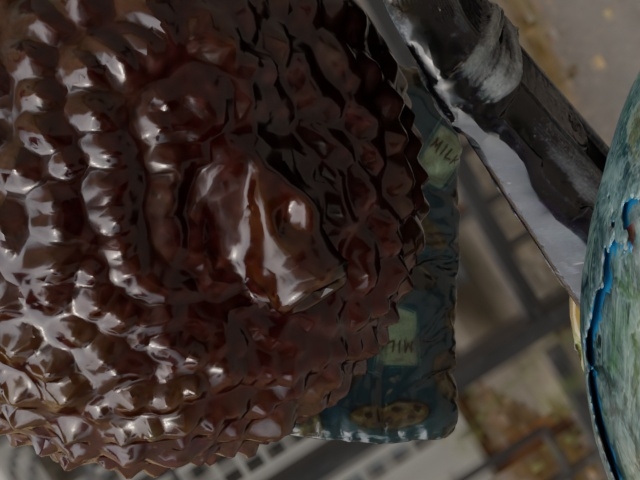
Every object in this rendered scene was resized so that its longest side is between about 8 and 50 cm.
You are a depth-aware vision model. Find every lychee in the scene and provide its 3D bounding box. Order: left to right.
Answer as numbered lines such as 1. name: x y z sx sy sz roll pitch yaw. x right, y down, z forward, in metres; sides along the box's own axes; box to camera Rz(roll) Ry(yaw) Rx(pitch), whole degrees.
1. lychee: -0.101 -0.031 1.008 0.330 0.306 0.306 18 140 49

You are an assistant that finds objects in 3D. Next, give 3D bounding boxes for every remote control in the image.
1. remote control: 0.117 -0.047 1.027 0.266 0.066 0.090 52 -166 -32

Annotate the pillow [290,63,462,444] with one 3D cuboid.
1. pillow: 0.002 0.002 1.272 0.034 0.189 0.256 137 137 -68

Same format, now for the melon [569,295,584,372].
1. melon: 0.231 0.057 1.312 0.079 0.128 0.160 -45 37 50

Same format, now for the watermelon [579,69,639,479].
1. watermelon: 0.149 -0.006 0.662 0.175 0.188 0.322 47 143 50
